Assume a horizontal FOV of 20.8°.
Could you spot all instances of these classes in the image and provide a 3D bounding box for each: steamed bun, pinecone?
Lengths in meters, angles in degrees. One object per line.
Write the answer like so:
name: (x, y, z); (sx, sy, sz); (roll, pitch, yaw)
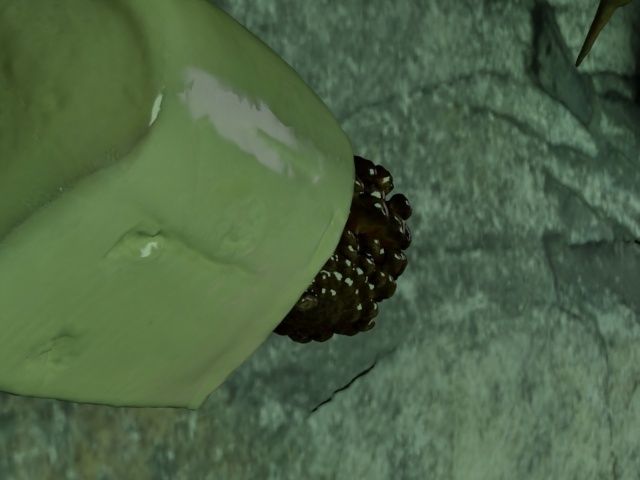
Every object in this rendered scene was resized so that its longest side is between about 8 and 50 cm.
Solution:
steamed bun: (-0.104, -0.025, 0.758); (0.200, 0.170, 0.225); (-47, 148, 6)
pinecone: (0.003, 0.003, 0.892); (0.109, 0.102, 0.102); (-21, 108, -52)

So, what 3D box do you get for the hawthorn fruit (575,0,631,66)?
hawthorn fruit: (0.151, -0.267, 0.915); (0.258, 0.258, 0.262); (-37, 90, -36)
